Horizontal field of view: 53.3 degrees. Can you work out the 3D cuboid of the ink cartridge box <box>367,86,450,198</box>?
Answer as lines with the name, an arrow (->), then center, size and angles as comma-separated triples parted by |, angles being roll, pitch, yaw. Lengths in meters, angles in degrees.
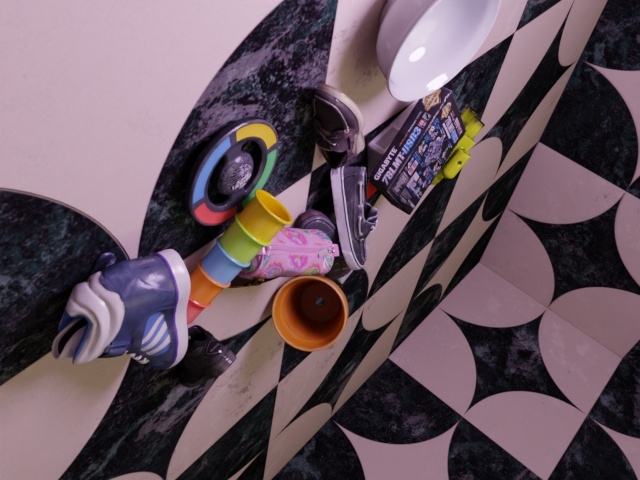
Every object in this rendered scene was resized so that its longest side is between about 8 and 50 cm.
ink cartridge box -> 0.244, -0.260, 1.793 | 0.296, 0.066, 0.261 | -44, 156, -22

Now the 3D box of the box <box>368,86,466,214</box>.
box -> 0.264, -0.231, 1.690 | 0.293, 0.073, 0.295 | -58, 159, 2

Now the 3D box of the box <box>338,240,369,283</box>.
box -> 0.080, 0.047, 1.958 | 0.145, 0.038, 0.186 | -51, 160, -7

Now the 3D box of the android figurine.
android figurine -> 0.380, -0.271, 1.917 | 0.273, 0.056, 0.248 | -51, -161, 24

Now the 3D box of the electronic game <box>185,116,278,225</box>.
electronic game -> -0.161, -0.125, 1.183 | 0.229, 0.048, 0.229 | -44, 157, -24

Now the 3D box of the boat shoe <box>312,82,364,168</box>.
boat shoe -> 0.031, -0.230, 1.352 | 0.092, 0.102, 0.285 | -56, 165, -8

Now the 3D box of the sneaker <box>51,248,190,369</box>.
sneaker -> -0.361, 0.160, 1.126 | 0.236, 0.130, 0.323 | -24, 150, -35

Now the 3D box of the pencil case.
pencil case -> -0.080, 0.024, 1.429 | 0.284, 0.124, 0.124 | 5, 120, -54

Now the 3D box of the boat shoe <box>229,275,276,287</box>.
boat shoe -> -0.153, 0.070, 1.464 | 0.207, 0.073, 0.073 | -21, 144, -52

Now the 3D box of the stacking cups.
stacking cups -> -0.193, 0.039, 1.276 | 0.316, 0.096, 0.096 | -45, 162, 18

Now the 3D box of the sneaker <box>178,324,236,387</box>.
sneaker -> -0.291, 0.265, 1.478 | 0.087, 0.130, 0.227 | -43, -175, -36

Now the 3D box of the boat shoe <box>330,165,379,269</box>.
boat shoe -> 0.099, -0.053, 1.611 | 0.108, 0.102, 0.302 | -75, 158, -57

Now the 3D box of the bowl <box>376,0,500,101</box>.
bowl -> 0.218, -0.446, 1.323 | 0.297, 0.134, 0.298 | -33, 157, -16

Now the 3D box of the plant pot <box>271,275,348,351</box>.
plant pot -> -0.015, 0.189, 1.789 | 0.205, 0.205, 0.188 | -57, 174, 9

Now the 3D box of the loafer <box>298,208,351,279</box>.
loafer -> 0.000, 0.000, 1.677 | 0.109, 0.095, 0.303 | -26, 145, 3
